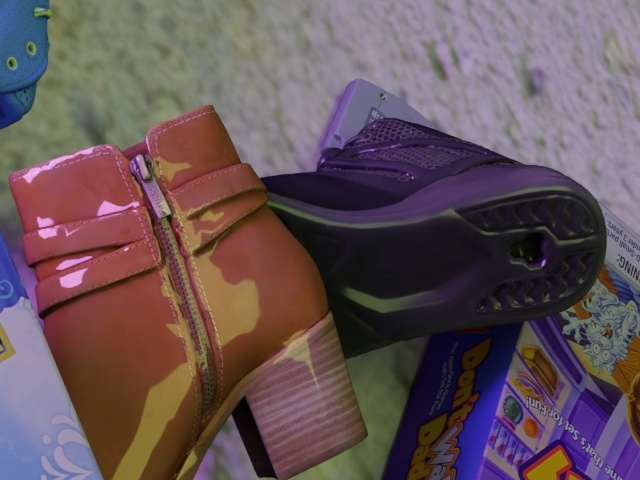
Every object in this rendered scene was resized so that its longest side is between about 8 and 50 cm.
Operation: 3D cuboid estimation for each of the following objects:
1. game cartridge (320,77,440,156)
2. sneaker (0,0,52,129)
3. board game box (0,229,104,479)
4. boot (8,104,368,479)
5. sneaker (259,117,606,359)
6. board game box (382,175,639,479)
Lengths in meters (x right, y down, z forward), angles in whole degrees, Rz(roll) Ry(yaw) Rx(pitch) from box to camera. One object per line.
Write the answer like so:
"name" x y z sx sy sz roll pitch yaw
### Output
"game cartridge" 0.040 -0.041 0.916 0.083 0.017 0.056 38 54 -20
"sneaker" -0.148 -0.119 0.766 0.240 0.091 0.126 -45 119 -43
"board game box" -0.184 0.154 0.517 0.319 0.066 0.318 -19 83 -43
"boot" -0.090 0.044 0.706 0.197 0.073 0.152 -24 91 -27
"sneaker" 0.000 0.000 0.824 0.228 0.130 0.087 -9 104 -12
"board game box" 0.190 0.165 0.900 0.347 0.078 0.233 37 51 -21
